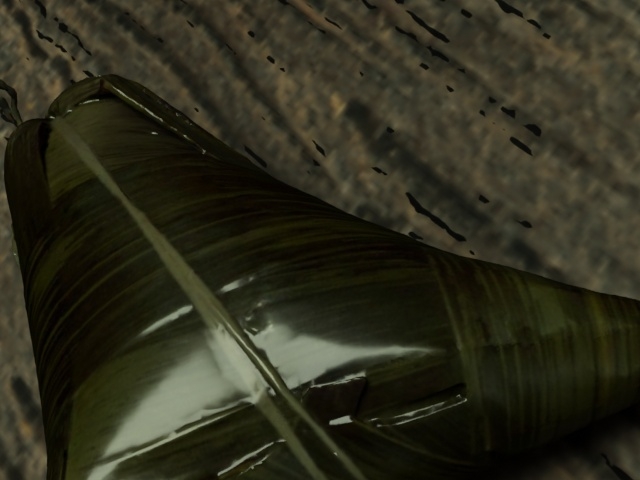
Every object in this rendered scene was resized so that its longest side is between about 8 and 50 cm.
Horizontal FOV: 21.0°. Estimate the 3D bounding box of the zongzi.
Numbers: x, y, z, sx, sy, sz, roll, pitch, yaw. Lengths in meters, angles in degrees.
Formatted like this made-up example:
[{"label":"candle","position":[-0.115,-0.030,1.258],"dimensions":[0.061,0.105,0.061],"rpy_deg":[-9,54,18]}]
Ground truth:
[{"label":"zongzi","position":[0.000,0.000,0.647],"dimensions":[0.241,0.111,0.248],"rpy_deg":[-22,49,3]}]
